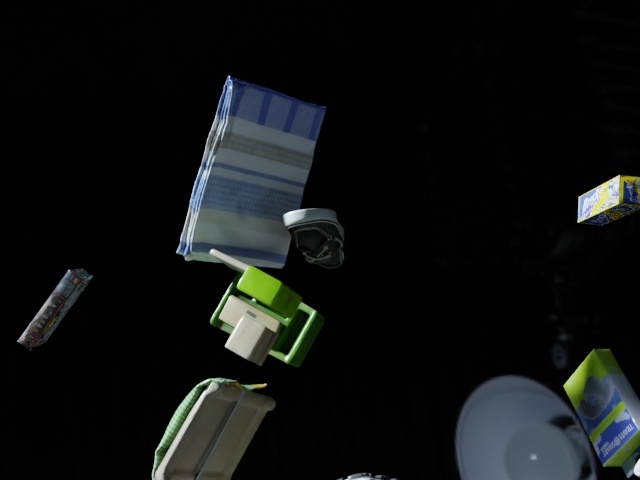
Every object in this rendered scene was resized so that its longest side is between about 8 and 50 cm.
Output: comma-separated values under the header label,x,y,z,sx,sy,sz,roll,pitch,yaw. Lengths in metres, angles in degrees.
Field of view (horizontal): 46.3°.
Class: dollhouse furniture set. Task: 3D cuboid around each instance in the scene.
label,x,y,z,sx,sy,sz,roll,pitch,yaw
dollhouse furniture set,-0.152,0.180,1.035,0.151,0.301,0.197,26,-9,26

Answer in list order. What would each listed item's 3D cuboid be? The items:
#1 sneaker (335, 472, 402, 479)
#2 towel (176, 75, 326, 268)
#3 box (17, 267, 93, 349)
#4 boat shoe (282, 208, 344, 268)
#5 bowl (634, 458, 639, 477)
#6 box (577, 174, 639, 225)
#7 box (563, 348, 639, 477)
label,x,y,z,sx,sy,sz,roll,pitch,yaw
sneaker,0.119,0.337,0.835,0.272,0.108,0.100,18,-34,-25
towel,-0.100,-0.095,1.174,0.209,0.284,0.034,10,9,-43
box,-0.424,0.108,1.204,0.027,0.137,0.094,35,-5,-6
boat shoe,0.000,0.000,1.193,0.078,0.070,0.219,-10,-14,14
bowl,0.290,0.122,0.513,0.142,0.053,0.142,-47,-20,-10
box,0.563,-0.075,1.454,0.054,0.059,0.169,7,-12,-5
box,0.470,0.279,1.213,0.042,0.178,0.109,5,-48,-19
